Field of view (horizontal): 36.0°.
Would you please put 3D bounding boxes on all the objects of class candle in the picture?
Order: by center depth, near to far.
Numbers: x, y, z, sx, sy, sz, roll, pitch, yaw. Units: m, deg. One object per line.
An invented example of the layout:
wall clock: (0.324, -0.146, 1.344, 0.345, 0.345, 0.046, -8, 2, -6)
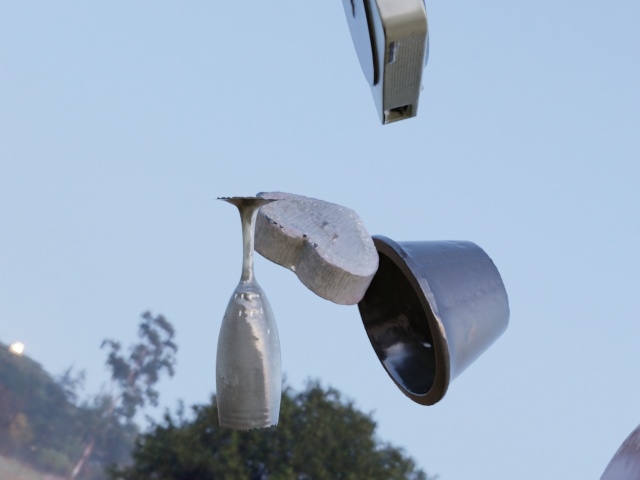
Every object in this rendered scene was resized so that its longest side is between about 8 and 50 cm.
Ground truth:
candle: (0.000, 0.000, 1.338, 0.192, 0.168, 0.068, 37, -61, 15)

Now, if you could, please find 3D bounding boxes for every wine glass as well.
wine glass: (-0.061, 0.062, 0.839, 0.066, 0.198, 0.066, 0, 1, 0)

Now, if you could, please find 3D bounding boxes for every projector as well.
projector: (0.066, -0.293, 1.108, 0.079, 0.259, 0.257, -15, -15, -2)

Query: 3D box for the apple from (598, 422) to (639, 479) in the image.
apple: (0.279, 0.199, 0.439, 0.277, 0.348, 0.348, -6, -27, -1)

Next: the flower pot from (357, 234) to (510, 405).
flower pot: (0.175, 0.096, 1.490, 0.269, 0.166, 0.269, 50, -28, 39)
